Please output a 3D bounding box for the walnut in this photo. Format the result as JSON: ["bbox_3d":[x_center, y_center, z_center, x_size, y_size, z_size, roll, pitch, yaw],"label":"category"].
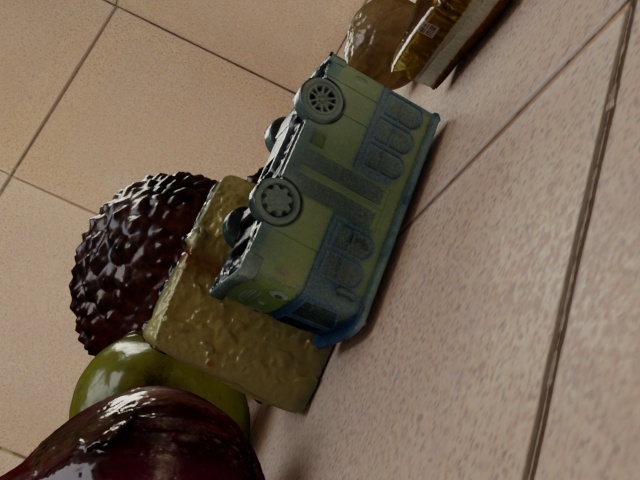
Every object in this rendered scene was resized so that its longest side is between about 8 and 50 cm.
[{"bbox_3d":[0.111,-0.330,1.486,0.166,0.149,0.166,-41,-8,-7],"label":"walnut"}]

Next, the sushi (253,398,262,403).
[{"bbox_3d":[-0.075,0.221,1.418,0.083,0.044,0.046,-59,-12,28],"label":"sushi"}]

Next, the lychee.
[{"bbox_3d":[-0.251,0.055,1.721,0.500,0.424,0.424,-49,6,-7],"label":"lychee"}]

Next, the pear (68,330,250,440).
[{"bbox_3d":[-0.259,0.307,1.442,0.375,0.287,0.287,111,179,-59],"label":"pear"}]

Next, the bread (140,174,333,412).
[{"bbox_3d":[-0.096,0.073,1.222,0.263,0.236,0.198,-65,8,-15],"label":"bread"}]

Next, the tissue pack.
[{"bbox_3d":[0.187,-0.323,1.135,0.226,0.092,0.183,125,167,-64],"label":"tissue pack"}]

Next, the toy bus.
[{"bbox_3d":[0.005,-0.047,1.085,0.152,0.190,0.312,-34,31,63],"label":"toy bus"}]

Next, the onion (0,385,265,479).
[{"bbox_3d":[-0.251,0.322,0.964,0.348,0.385,0.347,-167,90,-74],"label":"onion"}]
